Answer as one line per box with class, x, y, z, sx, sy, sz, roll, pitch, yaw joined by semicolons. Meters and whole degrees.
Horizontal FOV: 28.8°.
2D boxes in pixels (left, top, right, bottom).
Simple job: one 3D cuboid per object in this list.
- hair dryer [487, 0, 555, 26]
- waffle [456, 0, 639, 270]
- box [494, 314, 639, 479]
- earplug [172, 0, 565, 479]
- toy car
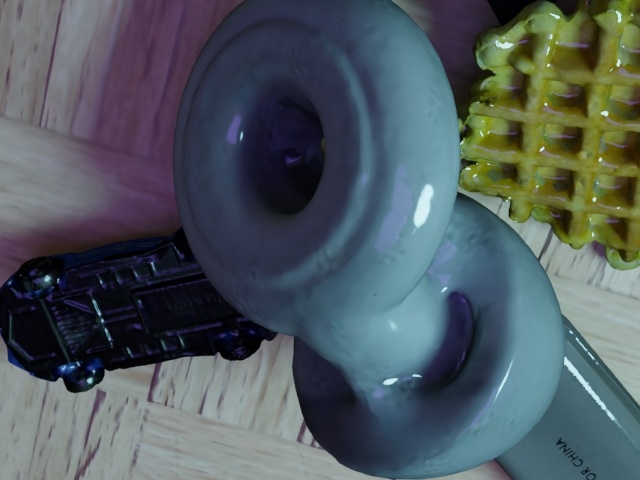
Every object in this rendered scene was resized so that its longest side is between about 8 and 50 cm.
hair dryer;0.044;-0.196;0.661;0.116;0.244;0.302;2;143;42
waffle;0.203;-0.072;0.764;0.243;0.058;0.238;33;139;-22
box;0.203;0.166;0.918;0.103;0.055;0.243;-35;108;20
earplug;0.032;-0.002;0.766;0.214;0.175;0.325;-15;109;44
toy car;-0.127;0.041;0.881;0.216;0.063;0.103;-12;115;13
